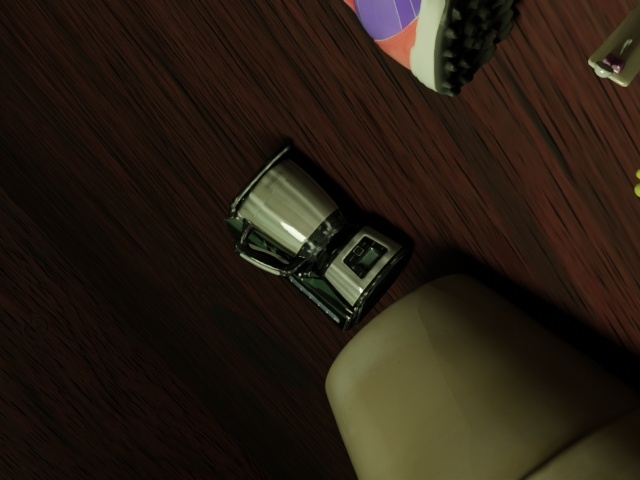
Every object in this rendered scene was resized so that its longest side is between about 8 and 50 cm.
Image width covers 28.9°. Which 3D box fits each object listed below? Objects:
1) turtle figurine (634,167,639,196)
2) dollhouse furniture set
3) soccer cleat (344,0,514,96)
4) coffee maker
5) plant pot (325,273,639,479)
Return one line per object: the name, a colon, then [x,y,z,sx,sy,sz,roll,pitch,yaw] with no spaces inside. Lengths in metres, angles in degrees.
turtle figurine: [0.178,-0.113,0.584,0.269,0.087,0.217,-119,14,-58]
dollhouse furniture set: [0.148,-0.132,0.718,0.114,0.081,0.091,37,162,15]
soccer cleat: [0.051,-0.204,0.724,0.116,0.108,0.318,36,165,20]
coffee maker: [0.000,0.000,1.334,0.178,0.120,0.171,41,-174,7]
plant pot: [0.158,0.196,1.186,0.280,0.323,0.323,52,168,26]
